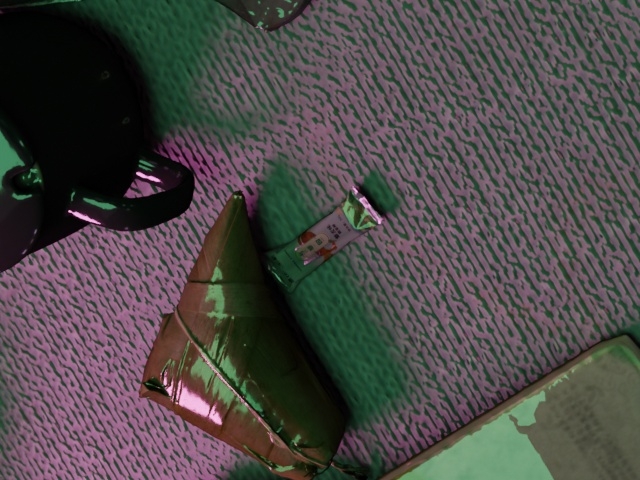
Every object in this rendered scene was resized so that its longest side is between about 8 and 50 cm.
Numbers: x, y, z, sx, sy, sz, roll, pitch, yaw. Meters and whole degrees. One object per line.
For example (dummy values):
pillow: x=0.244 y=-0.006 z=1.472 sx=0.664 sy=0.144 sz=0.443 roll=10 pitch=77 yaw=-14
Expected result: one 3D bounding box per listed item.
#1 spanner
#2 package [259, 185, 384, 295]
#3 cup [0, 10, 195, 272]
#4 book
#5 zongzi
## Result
spanner: x=-0.144 y=-0.188 z=1.437 sx=0.325 sy=0.026 sz=0.093 roll=-1 pitch=109 yaw=28
package: x=0.000 y=0.000 z=1.442 sx=0.110 sy=0.015 sz=0.037 roll=-37 pitch=96 yaw=33
cup: x=-0.205 y=-0.061 z=1.423 sx=0.223 sy=0.176 sz=0.169 roll=21 pitch=117 yaw=15
book: x=0.130 y=0.252 z=1.398 sx=0.352 sy=0.035 sz=0.239 roll=-33 pitch=93 yaw=11
zongzi: x=-0.023 y=0.078 z=1.454 sx=0.189 sy=0.081 sz=0.178 roll=29 pitch=110 yaw=7
